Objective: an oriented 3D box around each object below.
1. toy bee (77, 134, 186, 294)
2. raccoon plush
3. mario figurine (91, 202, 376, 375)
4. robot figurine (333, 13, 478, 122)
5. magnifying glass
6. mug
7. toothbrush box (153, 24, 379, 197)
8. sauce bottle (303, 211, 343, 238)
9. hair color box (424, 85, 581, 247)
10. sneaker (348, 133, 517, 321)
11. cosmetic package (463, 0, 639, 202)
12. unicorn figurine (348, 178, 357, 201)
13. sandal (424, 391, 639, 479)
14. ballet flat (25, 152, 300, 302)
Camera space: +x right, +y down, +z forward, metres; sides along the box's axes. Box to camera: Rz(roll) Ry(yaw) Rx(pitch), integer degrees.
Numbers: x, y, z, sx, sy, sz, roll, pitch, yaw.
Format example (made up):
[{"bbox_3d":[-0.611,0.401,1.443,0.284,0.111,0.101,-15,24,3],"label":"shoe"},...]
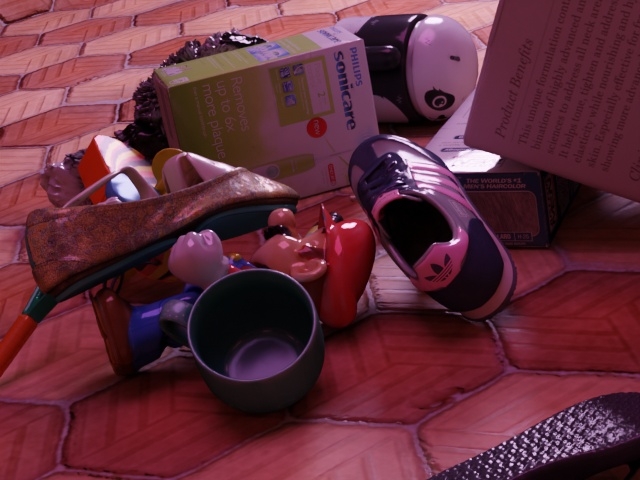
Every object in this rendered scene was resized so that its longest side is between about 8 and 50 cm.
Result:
[{"bbox_3d":[-0.213,-0.002,1.617,0.162,0.195,0.298,18,52,-29],"label":"toy bee"},{"bbox_3d":[-0.233,-0.215,2.059,0.446,0.216,0.299,-14,15,-6],"label":"raccoon plush"},{"bbox_3d":[-0.095,0.033,1.439,0.320,0.170,0.198,-17,22,-12],"label":"mario figurine"},{"bbox_3d":[0.111,-0.266,2.051,0.278,0.173,0.209,2,37,28],"label":"robot figurine"},{"bbox_3d":[-0.314,0.070,1.479,0.231,0.026,0.092,-55,25,-17],"label":"magnifying glass"},{"bbox_3d":[-0.069,0.099,1.311,0.129,0.097,0.158,-36,57,-14],"label":"mug"},{"bbox_3d":[-0.071,-0.166,1.842,0.283,0.206,0.122,-15,23,-13],"label":"toothbrush box"},{"bbox_3d":[0.000,0.000,1.631,0.042,0.042,0.128,-3,26,19],"label":"sauce bottle"},{"bbox_3d":[0.248,-0.108,1.696,0.174,0.105,0.347,0,25,25],"label":"hair color box"},{"bbox_3d":[0.097,-0.042,1.458,0.112,0.131,0.319,-52,41,11],"label":"sneaker"},{"bbox_3d":[0.421,-0.249,1.517,0.394,0.329,0.327,20,31,11],"label":"cosmetic package"},{"bbox_3d":[0.094,-0.061,1.710,0.111,0.060,0.162,7,29,37],"label":"unicorn figurine"},{"bbox_3d":[0.195,0.194,1.094,0.254,0.054,0.097,-22,16,-2],"label":"sandal"},{"bbox_3d":[-0.171,-0.036,1.443,0.348,0.123,0.123,-21,24,-38],"label":"ballet flat"}]
